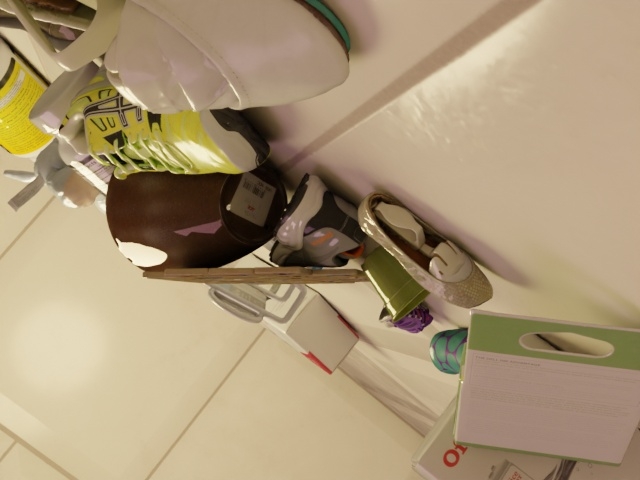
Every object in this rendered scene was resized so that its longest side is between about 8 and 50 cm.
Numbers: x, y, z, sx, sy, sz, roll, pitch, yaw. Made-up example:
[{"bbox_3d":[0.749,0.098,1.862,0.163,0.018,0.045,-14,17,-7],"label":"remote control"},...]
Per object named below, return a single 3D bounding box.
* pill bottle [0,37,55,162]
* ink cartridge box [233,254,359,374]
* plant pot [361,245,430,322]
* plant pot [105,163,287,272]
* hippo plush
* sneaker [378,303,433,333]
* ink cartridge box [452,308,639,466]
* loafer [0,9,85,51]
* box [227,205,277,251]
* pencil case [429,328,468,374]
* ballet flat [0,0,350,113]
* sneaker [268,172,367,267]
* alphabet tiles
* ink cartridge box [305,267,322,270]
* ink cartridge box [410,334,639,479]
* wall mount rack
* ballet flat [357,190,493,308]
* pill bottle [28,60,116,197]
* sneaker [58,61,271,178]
[{"bbox_3d":[-0.729,-0.318,1.784,0.188,0.188,0.334,32,167,31],"label":"pill bottle"},{"bbox_3d":[-0.081,0.182,1.893,0.306,0.131,0.226,25,163,47],"label":"ink cartridge box"},{"bbox_3d":[0.093,0.044,0.913,0.079,0.083,0.083,47,172,15],"label":"plant pot"},{"bbox_3d":[-0.155,-0.050,1.051,0.215,0.215,0.230,44,155,-30],"label":"plant pot"},{"bbox_3d":[-0.424,-0.111,1.480,0.236,0.294,0.234,38,-166,-46],"label":"hippo plush"},{"bbox_3d":[0.130,0.101,1.091,0.071,0.068,0.170,19,173,15],"label":"sneaker"},{"bbox_3d":[0.218,0.128,0.704,0.171,0.056,0.235,6,136,11],"label":"ink cartridge box"},{"bbox_3d":[-0.358,-0.310,0.918,0.251,0.094,0.087,24,140,22],"label":"loafer"},{"bbox_3d":[-0.123,-0.038,1.360,0.145,0.038,0.186,35,168,17],"label":"box"},{"bbox_3d":[0.205,0.158,1.024,0.070,0.064,0.151,55,168,-4],"label":"pencil case"},{"bbox_3d":[-0.153,-0.179,0.624,0.400,0.139,0.139,32,168,30],"label":"ballet flat"},{"bbox_3d":[0.000,0.000,0.966,0.108,0.100,0.271,29,171,1],"label":"sneaker"},{"bbox_3d":[-0.067,0.051,1.044,0.285,0.011,0.342,-2,174,13],"label":"alphabet tiles"},{"bbox_3d":[-0.026,0.014,1.225,0.083,0.048,0.028,43,168,-24],"label":"ink cartridge box"},{"bbox_3d":[0.272,0.262,0.847,0.283,0.207,0.117,36,168,13],"label":"ink cartridge box"},{"bbox_3d":[-0.176,0.035,1.461,0.304,0.131,0.350,30,-176,-7],"label":"wall mount rack"},{"bbox_3d":[0.106,0.010,0.766,0.168,0.057,0.052,36,159,12],"label":"ballet flat"},{"bbox_3d":[-0.312,-0.147,1.198,0.278,0.162,0.162,45,167,-31],"label":"pill bottle"},{"bbox_3d":[-0.202,-0.131,0.942,0.384,0.147,0.145,24,160,50],"label":"sneaker"}]
